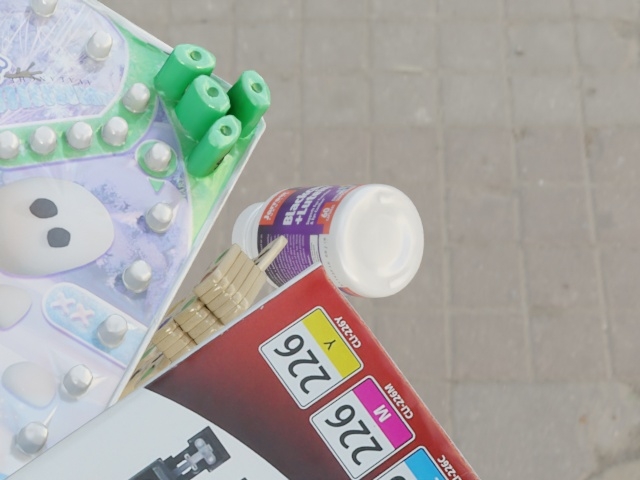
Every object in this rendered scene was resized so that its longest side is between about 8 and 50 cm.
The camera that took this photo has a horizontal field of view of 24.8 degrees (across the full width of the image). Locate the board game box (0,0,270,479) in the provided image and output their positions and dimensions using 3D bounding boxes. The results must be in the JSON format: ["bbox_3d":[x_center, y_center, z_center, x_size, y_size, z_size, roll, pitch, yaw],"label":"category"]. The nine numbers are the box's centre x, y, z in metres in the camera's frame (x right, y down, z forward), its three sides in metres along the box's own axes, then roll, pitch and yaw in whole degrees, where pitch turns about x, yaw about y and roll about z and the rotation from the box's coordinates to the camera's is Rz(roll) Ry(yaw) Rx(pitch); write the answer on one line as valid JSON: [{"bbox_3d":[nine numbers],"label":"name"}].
[{"bbox_3d":[-0.256,-0.045,0.782,0.390,0.050,0.390,32,55,-9],"label":"board game box"}]

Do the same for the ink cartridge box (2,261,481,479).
[{"bbox_3d":[-0.022,0.218,0.602,0.272,0.130,0.309,-35,81,-10],"label":"ink cartridge box"}]

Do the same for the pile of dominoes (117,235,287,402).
[{"bbox_3d":[-0.144,0.090,1.173,0.040,0.251,0.196,47,27,-9],"label":"pile of dominoes"}]

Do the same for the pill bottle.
[{"bbox_3d":[0.000,0.000,1.424,0.193,0.108,0.108,0,45,52],"label":"pill bottle"}]
